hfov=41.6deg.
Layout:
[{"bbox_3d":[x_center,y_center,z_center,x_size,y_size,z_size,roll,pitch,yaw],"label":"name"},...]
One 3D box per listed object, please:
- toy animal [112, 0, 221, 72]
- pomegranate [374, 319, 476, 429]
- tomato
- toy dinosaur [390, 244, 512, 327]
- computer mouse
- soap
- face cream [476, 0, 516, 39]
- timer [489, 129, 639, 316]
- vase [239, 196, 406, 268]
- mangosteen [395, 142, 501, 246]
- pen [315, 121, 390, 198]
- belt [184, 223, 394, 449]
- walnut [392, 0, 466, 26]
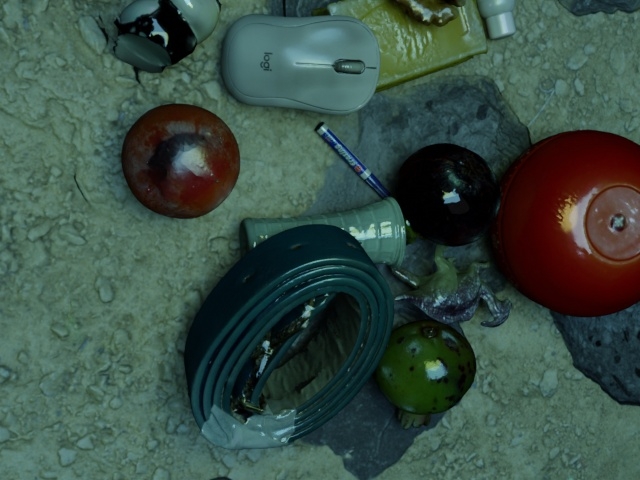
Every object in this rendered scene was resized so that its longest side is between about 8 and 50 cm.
[{"bbox_3d":[-0.272,-0.392,1.497,0.179,0.166,0.138,-53,135,-21],"label":"toy animal"},{"bbox_3d":[0.204,0.273,1.678,0.202,0.202,0.248,-7,125,-18],"label":"pomegranate"},{"bbox_3d":[-0.246,-0.141,1.491,0.208,0.184,0.208,-1,93,-20],"label":"tomato"},{"bbox_3d":[0.263,0.093,1.700,0.294,0.077,0.162,2,57,-18],"label":"toy dinosaur"},{"bbox_3d":[-0.040,-0.328,1.540,0.296,0.121,0.184,9,100,5],"label":"computer mouse"},{"bbox_3d":[0.162,-0.413,1.668,0.314,0.091,0.199,-20,98,-17],"label":"soap"},{"bbox_3d":[0.346,-0.547,1.726,0.082,0.082,0.269,-18,99,-17],"label":"face cream"},{"bbox_3d":[0.534,-0.034,1.703,0.377,0.279,0.378,-1,94,-10],"label":"timer"},{"bbox_3d":[0.000,0.000,1.613,0.298,0.143,0.143,-6,95,-14],"label":"vase"},{"bbox_3d":[0.246,-0.080,1.663,0.216,0.216,0.216,-1,93,-19],"label":"mangosteen"},{"bbox_3d":[0.066,-0.157,1.680,0.204,0.025,0.025,45,79,-15],"label":"pen"},{"bbox_3d":[-0.060,0.182,1.523,0.300,0.173,0.436,33,106,-27],"label":"belt"},{"bbox_3d":[0.196,-0.484,1.594,0.170,0.069,0.143,33,83,-15],"label":"walnut"}]
